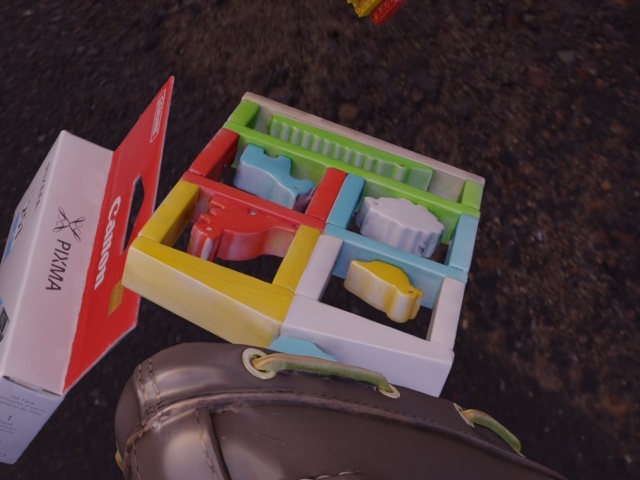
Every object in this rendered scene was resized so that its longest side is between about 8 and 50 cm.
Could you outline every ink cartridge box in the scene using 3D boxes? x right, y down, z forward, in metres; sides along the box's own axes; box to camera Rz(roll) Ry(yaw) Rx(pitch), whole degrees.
[{"bbox_3d":[-0.233,0.015,1.008,0.066,0.296,0.261,23,135,-23],"label":"ink cartridge box"}]

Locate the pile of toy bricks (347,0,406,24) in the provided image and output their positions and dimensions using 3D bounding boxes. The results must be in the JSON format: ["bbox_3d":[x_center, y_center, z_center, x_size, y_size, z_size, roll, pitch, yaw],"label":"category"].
[{"bbox_3d":[-0.013,-0.243,0.697,0.105,0.118,0.212,-19,80,-31],"label":"pile of toy bricks"}]

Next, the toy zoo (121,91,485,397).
[{"bbox_3d":[0.000,0.000,0.699,0.192,0.293,0.030,20,120,3],"label":"toy zoo"}]

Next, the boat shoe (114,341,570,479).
[{"bbox_3d":[0.037,0.110,0.439,0.116,0.324,0.097,-32,63,19],"label":"boat shoe"}]
